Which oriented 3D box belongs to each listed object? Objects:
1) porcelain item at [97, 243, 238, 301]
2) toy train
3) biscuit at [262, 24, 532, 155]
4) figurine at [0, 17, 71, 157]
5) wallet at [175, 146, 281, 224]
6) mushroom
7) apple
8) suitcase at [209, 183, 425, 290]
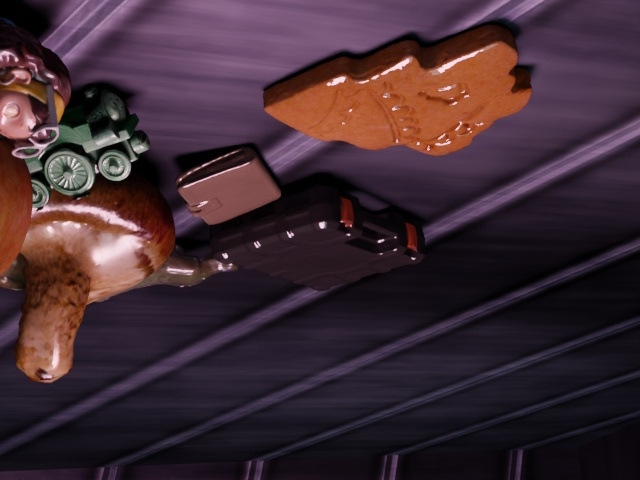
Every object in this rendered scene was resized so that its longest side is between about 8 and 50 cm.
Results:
[{"bbox_3d":[-0.225,0.039,1.945,0.216,0.069,0.081,-6,149,1],"label":"porcelain item"},{"bbox_3d":[-0.280,-0.104,1.494,0.178,0.071,0.104,-18,114,16],"label":"toy train"},{"bbox_3d":[0.087,-0.156,1.533,0.306,0.043,0.284,-4,160,-8],"label":"biscuit"},{"bbox_3d":[-0.353,-0.159,1.276,0.240,0.115,0.175,11,152,-34],"label":"figurine"},{"bbox_3d":[-0.119,-0.068,1.717,0.118,0.038,0.152,-22,162,3],"label":"wallet"},{"bbox_3d":[-0.299,0.009,1.671,0.267,0.254,0.267,-31,172,-5],"label":"mushroom"},{"bbox_3d":[-0.393,-0.043,1.403,0.188,0.173,0.188,24,-179,0],"label":"apple"},{"bbox_3d":[0.000,0.001,1.900,0.206,0.066,0.285,-17,161,29],"label":"suitcase"}]
